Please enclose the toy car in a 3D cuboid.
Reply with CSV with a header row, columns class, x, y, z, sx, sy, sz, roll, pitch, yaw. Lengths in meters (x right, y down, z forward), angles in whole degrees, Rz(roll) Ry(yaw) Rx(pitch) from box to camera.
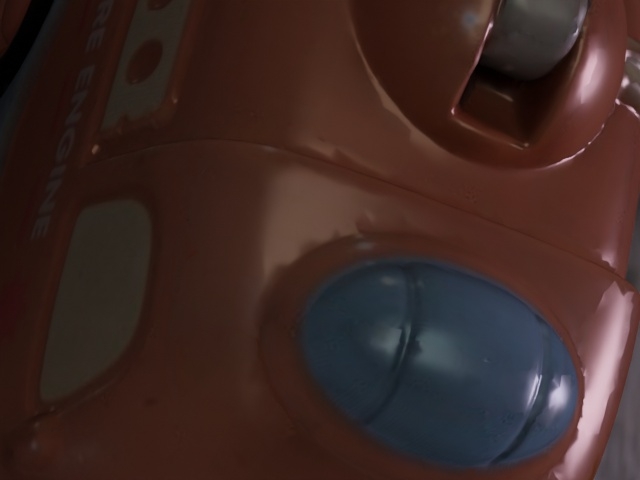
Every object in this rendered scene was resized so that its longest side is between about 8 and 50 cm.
class,x,y,z,sx,sy,sz,roll,pitch,yaw
toy car,0.000,0.000,0.536,0.180,0.212,0.270,20,73,-22
